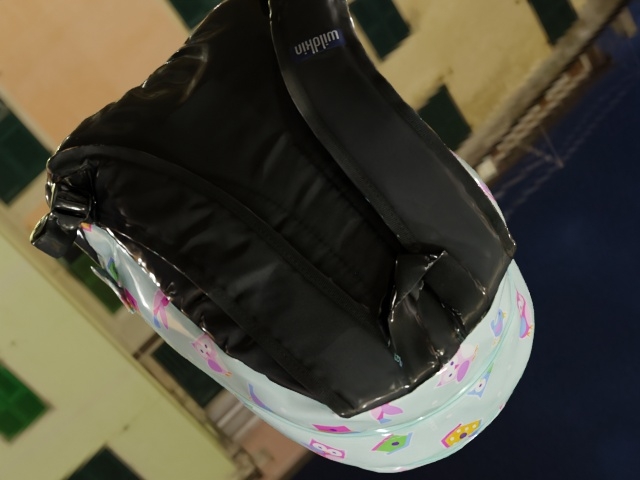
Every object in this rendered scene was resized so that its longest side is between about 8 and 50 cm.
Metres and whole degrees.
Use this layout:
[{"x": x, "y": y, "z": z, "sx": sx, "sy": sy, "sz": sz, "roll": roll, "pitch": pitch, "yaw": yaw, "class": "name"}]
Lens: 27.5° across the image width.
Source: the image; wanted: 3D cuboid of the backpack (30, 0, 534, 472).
[{"x": 0.000, "y": 0.000, "z": 0.498, "sx": 0.152, "sy": 0.115, "sz": 0.182, "roll": -46, "pitch": -120, "yaw": -3, "class": "backpack"}]
